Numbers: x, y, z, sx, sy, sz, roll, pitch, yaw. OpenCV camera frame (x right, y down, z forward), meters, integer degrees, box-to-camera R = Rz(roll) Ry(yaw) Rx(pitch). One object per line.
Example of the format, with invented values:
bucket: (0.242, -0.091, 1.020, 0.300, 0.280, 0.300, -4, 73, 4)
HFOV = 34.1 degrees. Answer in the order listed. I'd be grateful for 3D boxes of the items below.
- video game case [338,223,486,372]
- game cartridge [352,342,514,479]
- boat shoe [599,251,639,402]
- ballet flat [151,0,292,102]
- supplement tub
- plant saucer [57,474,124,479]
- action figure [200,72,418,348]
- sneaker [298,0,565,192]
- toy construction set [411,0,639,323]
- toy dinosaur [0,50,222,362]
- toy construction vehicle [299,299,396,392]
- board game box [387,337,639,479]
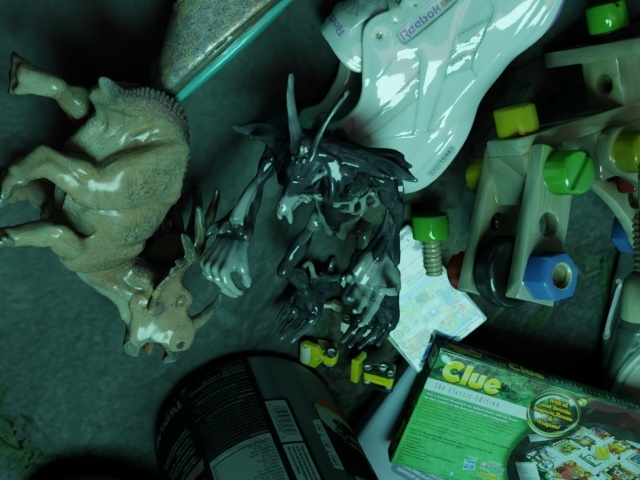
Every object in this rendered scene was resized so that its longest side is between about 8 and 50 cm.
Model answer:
video game case: (0.089, 0.056, 1.007, 0.087, 0.011, 0.122, -39, 98, 8)
game cartridge: (0.186, 0.229, 1.089, 0.294, 0.060, 0.196, 31, 111, -9)
boat shoe: (0.353, 0.067, 1.077, 0.112, 0.095, 0.335, -1, 124, -11)
ballet flat: (-0.030, -0.237, 0.799, 0.316, 0.107, 0.106, -39, 101, 2)
supplement tub: (-0.032, 0.260, 0.931, 0.194, 0.316, 0.193, -8, 119, -14)
plant saucer: (-0.215, 0.286, 1.041, 0.169, 0.029, 0.168, 4, 128, 5)
action figure: (0.000, 0.000, 0.856, 0.164, 0.141, 0.275, 13, 148, 19)
sneaker: (0.094, -0.181, 0.840, 0.152, 0.114, 0.305, 21, 111, -25)
toy construction set: (0.223, -0.072, 0.836, 0.258, 0.309, 0.237, -6, 100, -6)
toy dinosaur: (-0.150, -0.041, 0.817, 0.200, 0.127, 0.295, 6, 138, -20)
toy construction vehicle: (0.029, 0.098, 1.015, 0.098, 0.035, 0.085, 12, 130, 15)
board game box: (0.211, 0.195, 1.030, 0.260, 0.030, 0.136, 19, 111, -8)
